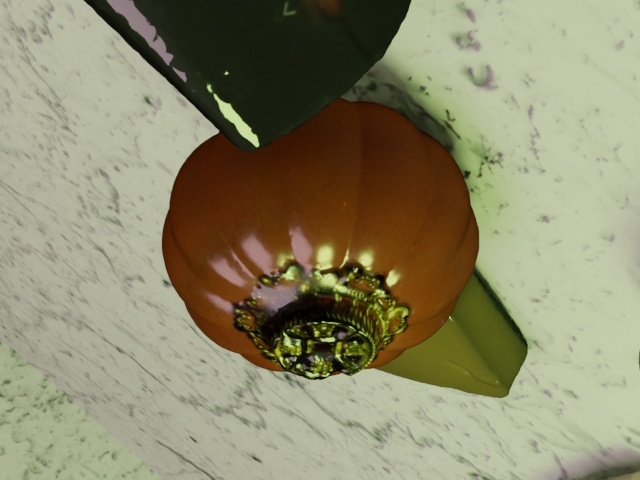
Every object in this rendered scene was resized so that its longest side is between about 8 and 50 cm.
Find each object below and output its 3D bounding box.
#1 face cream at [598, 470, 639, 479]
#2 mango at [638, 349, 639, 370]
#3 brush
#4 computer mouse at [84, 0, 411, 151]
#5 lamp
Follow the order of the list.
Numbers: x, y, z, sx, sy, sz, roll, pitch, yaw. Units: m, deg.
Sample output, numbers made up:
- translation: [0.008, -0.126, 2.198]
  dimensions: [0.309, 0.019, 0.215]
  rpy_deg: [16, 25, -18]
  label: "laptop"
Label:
- translation: [0.258, 0.251, 1.113]
  dimensions: [0.084, 0.057, 0.198]
  rpy_deg: [39, 157, 0]
  label: "face cream"
- translation: [0.265, 0.064, 0.715]
  dimensions: [0.125, 0.111, 0.233]
  rpy_deg: [43, 157, 4]
  label: "mango"
- translation: [0.072, 0.062, 1.052]
  dimensions: [0.197, 0.059, 0.123]
  rpy_deg: [10, 146, 49]
  label: "brush"
- translation: [-0.067, -0.187, 0.682]
  dimensions: [0.269, 0.170, 0.100]
  rpy_deg: [43, 171, -14]
  label: "computer mouse"
- translation: [0.000, 0.000, 0.881]
  dimensions: [0.223, 0.196, 0.223]
  rpy_deg: [-1, 138, -1]
  label: "lamp"
